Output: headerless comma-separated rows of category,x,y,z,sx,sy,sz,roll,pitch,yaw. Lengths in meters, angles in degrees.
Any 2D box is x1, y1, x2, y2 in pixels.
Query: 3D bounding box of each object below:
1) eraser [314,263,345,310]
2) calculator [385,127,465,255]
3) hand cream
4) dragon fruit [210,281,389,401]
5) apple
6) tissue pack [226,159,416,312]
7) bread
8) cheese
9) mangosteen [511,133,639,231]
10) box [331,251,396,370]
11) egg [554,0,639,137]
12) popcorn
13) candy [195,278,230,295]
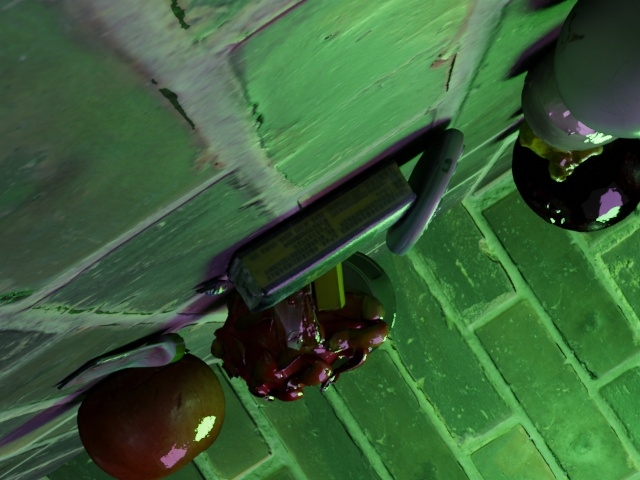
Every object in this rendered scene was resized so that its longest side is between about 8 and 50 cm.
eraser,0.010,0.047,1.797,0.045,0.122,0.097,-7,-176,4
calculator,0.151,-0.070,1.669,0.295,0.042,0.184,121,-7,-75
hand cream,-0.300,0.187,1.750,0.079,0.050,0.275,-61,161,15
dragon fruit,-0.035,0.169,1.957,0.227,0.307,0.243,0,109,-64
apple,-0.307,0.324,2.062,0.251,0.206,0.272,-32,177,28
tissue pack,0.000,0.000,1.581,0.257,0.081,0.185,-32,174,-14
bread,-0.044,0.092,1.776,0.073,0.161,0.160,-8,176,3
cheese,0.372,-0.207,1.558,0.198,0.154,0.189,-33,-179,-9
mangosteen,0.555,-0.174,2.406,0.297,0.297,0.313,-39,-154,49
box,0.021,0.133,2.160,0.226,0.226,0.149,-35,175,16
egg,0.370,-0.223,1.215,0.264,0.183,0.183,-40,176,-7
popcorn,0.470,-0.216,2.120,0.197,0.155,0.197,-43,169,-10
candy,-0.154,0.068,1.613,0.030,0.020,0.083,-7,-177,14
